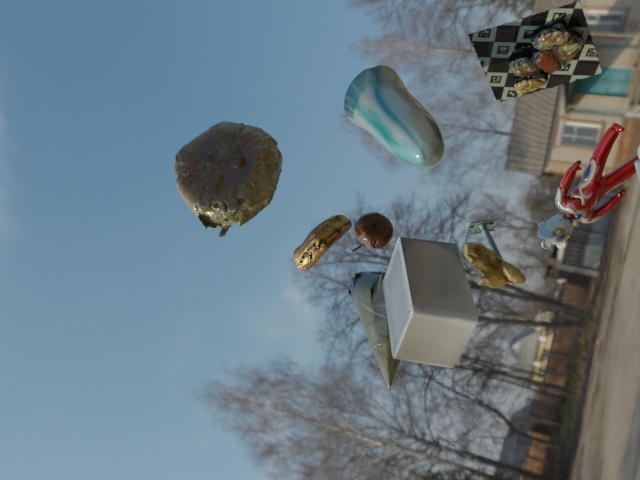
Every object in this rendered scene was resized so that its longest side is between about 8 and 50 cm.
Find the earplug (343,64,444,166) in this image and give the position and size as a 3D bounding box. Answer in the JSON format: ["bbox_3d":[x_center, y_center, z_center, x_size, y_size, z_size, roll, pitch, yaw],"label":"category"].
[{"bbox_3d":[0.213,-0.308,1.580,0.184,0.324,0.185,-18,-44,-18],"label":"earplug"}]

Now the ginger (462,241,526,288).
[{"bbox_3d":[0.470,0.074,1.682,0.081,0.205,0.115,-59,9,-14],"label":"ginger"}]

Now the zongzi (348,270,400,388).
[{"bbox_3d":[0.162,0.249,1.761,0.289,0.154,0.318,172,110,-73],"label":"zongzi"}]

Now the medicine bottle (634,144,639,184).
[{"bbox_3d":[0.842,-0.150,1.481,0.121,0.083,0.229,24,-127,-23],"label":"medicine bottle"}]

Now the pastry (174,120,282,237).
[{"bbox_3d":[-0.249,-0.186,1.660,0.136,0.329,0.330,67,-139,-60],"label":"pastry"}]

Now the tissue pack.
[{"bbox_3d":[0.226,0.126,1.289,0.246,0.135,0.160,-90,11,-51],"label":"tissue pack"}]

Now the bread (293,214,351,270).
[{"bbox_3d":[0.000,0.000,2.317,0.210,0.099,0.235,-45,-2,38],"label":"bread"}]

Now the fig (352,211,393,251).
[{"bbox_3d":[0.193,-0.011,2.272,0.133,0.146,0.201,-36,-20,-27],"label":"fig"}]

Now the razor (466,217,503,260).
[{"bbox_3d":[0.566,0.033,1.956,0.068,0.105,0.232,92,167,-54],"label":"razor"}]

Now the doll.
[{"bbox_3d":[0.741,-0.130,1.662,0.384,0.188,0.099,-57,13,24],"label":"doll"}]

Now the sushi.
[{"bbox_3d":[0.567,-0.468,1.584,0.294,0.292,0.059,38,-128,-47],"label":"sushi"}]
